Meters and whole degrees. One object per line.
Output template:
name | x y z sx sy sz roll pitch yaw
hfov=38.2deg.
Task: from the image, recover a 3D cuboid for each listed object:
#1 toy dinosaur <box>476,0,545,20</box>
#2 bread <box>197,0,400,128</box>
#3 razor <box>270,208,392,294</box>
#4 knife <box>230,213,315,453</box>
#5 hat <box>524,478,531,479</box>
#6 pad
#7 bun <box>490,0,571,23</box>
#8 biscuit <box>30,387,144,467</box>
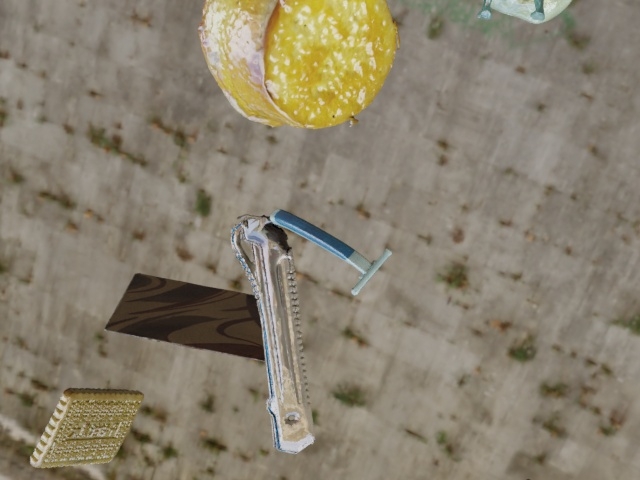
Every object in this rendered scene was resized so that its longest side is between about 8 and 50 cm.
toy dinosaur | 0.386 -0.579 1.645 0.129 0.330 0.383 13 170 -10
bread | -0.043 -0.403 1.774 0.398 0.398 0.215 1 -160 -41
razor | -0.001 -0.002 1.140 0.191 0.068 0.037 31 163 40
knife | -0.065 0.138 1.379 0.089 0.365 0.043 -9 -177 16
hat | 0.454 0.566 2.037 0.193 0.082 0.193 13 155 6
pad | -0.224 0.143 1.772 0.330 0.004 0.220 11 -152 0
bun | 0.438 -0.564 1.943 0.221 0.108 0.221 4 -114 -9
biscuit | -0.460 0.378 1.861 0.029 0.172 0.254 28 -177 26
